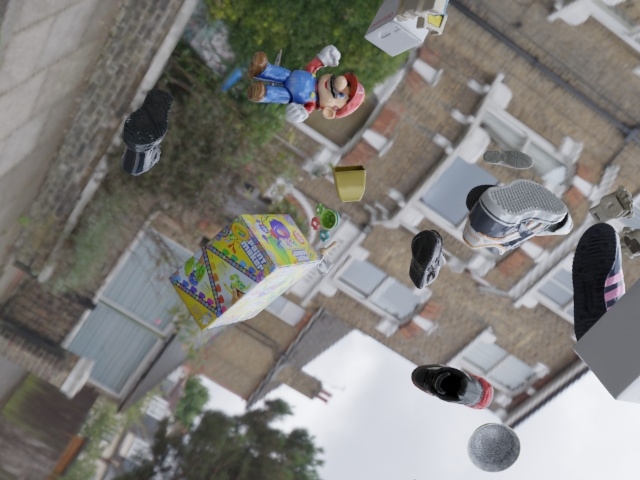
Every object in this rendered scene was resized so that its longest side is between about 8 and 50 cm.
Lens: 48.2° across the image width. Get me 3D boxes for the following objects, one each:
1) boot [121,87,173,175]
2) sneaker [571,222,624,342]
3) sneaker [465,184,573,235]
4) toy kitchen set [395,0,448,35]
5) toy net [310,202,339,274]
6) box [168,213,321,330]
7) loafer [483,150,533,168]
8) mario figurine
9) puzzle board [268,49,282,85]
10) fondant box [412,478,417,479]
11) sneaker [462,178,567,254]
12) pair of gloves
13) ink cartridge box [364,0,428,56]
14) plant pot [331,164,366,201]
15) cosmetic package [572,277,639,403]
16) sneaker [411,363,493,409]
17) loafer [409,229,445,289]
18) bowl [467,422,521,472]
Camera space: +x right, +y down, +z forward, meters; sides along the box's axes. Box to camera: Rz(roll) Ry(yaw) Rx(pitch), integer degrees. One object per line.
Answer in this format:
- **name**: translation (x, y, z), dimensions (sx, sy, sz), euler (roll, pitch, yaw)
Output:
- **boot**: translation (-0.441, -0.234, 1.768), dimensions (0.246, 0.094, 0.207), euler (-83, -162, -50)
- **sneaker**: translation (0.672, 0.122, 1.702), dimensions (0.112, 0.131, 0.319), euler (-5, -110, 46)
- **sneaker**: translation (0.603, -0.075, 2.176), dimensions (0.146, 0.331, 0.122), euler (27, 85, -56)
- **toy kitchen set**: translation (0.330, -0.662, 1.989), dimensions (0.207, 0.166, 0.122), euler (21, -84, 61)
- **toy net**: translation (0.000, 0.000, 2.337), dimensions (0.045, 0.122, 0.232), euler (-9, 115, -53)
- **box**: translation (-0.197, 0.080, 1.947), dimensions (0.279, 0.177, 0.290), euler (-39, 167, 19)
- **loafer**: translation (0.481, -0.208, 1.835), dimensions (0.039, 0.125, 0.045), euler (12, 88, -77)
- **mario figurine**: translation (-0.023, -0.417, 1.888), dimensions (0.170, 0.321, 0.198), euler (-131, -130, -57)
- **puzzle board**: translation (-0.135, -0.486, 2.086), dimensions (0.128, 0.011, 0.096), euler (-86, -165, -46)
- **fondant box**: translation (0.312, 0.781, 1.742), dimensions (0.096, 0.330, 0.238), euler (-56, 180, 35)
- **sneaker**: translation (0.416, -0.052, 1.559), dimensions (0.321, 0.126, 0.127), euler (-6, 139, -46)
- **pair of gloves**: translation (1.034, -0.056, 2.408), dimensions (0.042, 0.240, 0.204), euler (-31, 165, -18)
- **ink cartridge box**: translation (0.297, -0.774, 2.309), dimensions (0.307, 0.129, 0.223), euler (-63, -161, -8)
- **plant pot**: translation (0.073, -0.144, 1.829), dimensions (0.081, 0.082, 0.083), euler (-101, -172, -74)
- **cosmetic package**: translation (0.721, 0.157, 1.447), dimensions (0.365, 0.197, 0.155), euler (-57, -140, 24)
- **sneaker**: translation (0.342, 0.396, 2.002), dimensions (0.276, 0.135, 0.097), euler (8, -103, 52)
- **loafer**: translation (0.277, 0.038, 1.816), dimensions (0.078, 0.080, 0.220), euler (-24, 152, -18)
- **bowl**: translation (0.552, 0.652, 2.305), dimensions (0.170, 0.170, 0.080), euler (-56, -175, 10)
